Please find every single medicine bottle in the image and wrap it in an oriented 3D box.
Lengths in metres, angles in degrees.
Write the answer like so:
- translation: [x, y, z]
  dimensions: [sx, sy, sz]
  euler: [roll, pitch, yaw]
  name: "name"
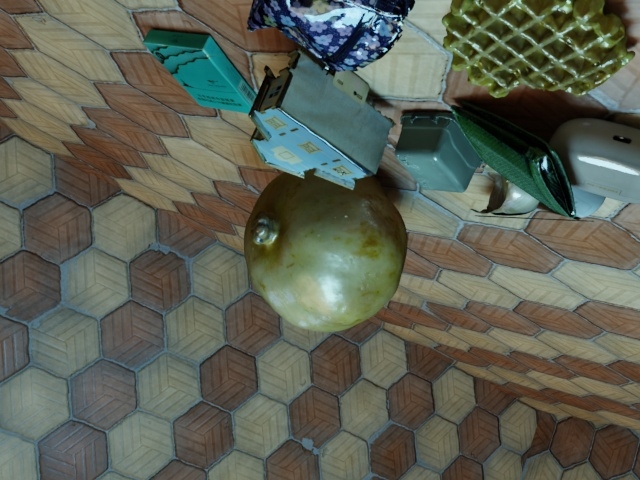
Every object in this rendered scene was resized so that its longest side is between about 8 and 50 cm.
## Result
- translation: [0.432, -0.103, 1.242]
  dimensions: [0.130, 0.080, 0.080]
  euler: [29, 164, -17]
  name: "medicine bottle"

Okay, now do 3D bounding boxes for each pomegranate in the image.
- translation: [0.000, 0.000, 1.636]
  dimensions: [0.412, 0.411, 0.411]
  euler: [22, 165, 6]
  name: "pomegranate"

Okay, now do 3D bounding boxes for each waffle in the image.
- translation: [0.290, -0.264, 0.959]
  dimensions: [0.253, 0.056, 0.249]
  euler: [18, 164, 14]
  name: "waffle"

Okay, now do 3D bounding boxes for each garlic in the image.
- translation: [0.361, -0.088, 1.340]
  dimensions: [0.124, 0.099, 0.174]
  euler: [16, -179, 4]
  name: "garlic"

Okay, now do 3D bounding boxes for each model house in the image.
- translation: [-0.025, -0.221, 1.315]
  dimensions: [0.271, 0.178, 0.206]
  euler: [29, 158, -29]
  name: "model house"

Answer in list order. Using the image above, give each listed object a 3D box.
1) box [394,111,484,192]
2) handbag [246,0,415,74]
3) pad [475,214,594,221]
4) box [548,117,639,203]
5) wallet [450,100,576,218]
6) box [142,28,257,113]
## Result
- translation: [0.220, -0.160, 1.331]
  dimensions: [0.124, 0.092, 0.172]
  euler: [9, 159, 41]
  name: "box"
- translation: [0.015, -0.332, 0.991]
  dimensions: [0.208, 0.126, 0.229]
  euler: [21, 166, -17]
  name: "handbag"
- translation: [0.420, -0.044, 1.402]
  dimensions: [0.212, 0.003, 0.143]
  euler: [3, -177, 8]
  name: "pad"
- translation: [0.460, -0.125, 1.113]
  dimensions: [0.200, 0.088, 0.146]
  euler: [20, 166, 17]
  name: "box"
- translation: [0.321, -0.139, 1.168]
  dimensions: [0.160, 0.055, 0.236]
  euler: [51, 180, -39]
  name: "wallet"
- translation: [-0.241, -0.347, 1.464]
  dimensions: [0.161, 0.042, 0.226]
  euler: [13, 162, 29]
  name: "box"
